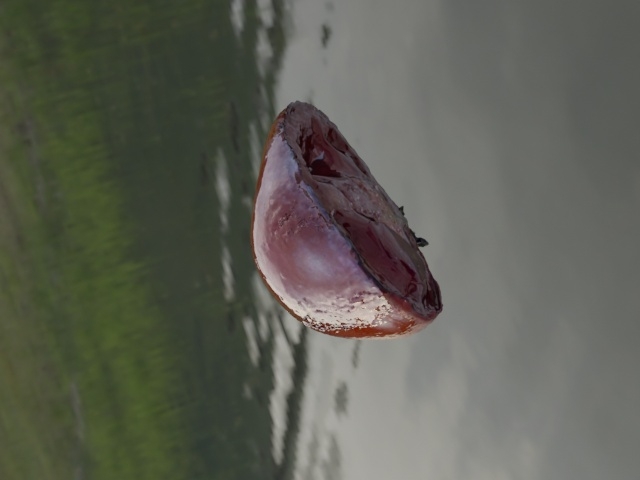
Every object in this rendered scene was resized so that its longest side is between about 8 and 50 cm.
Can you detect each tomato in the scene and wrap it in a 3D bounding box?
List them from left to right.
[{"bbox_3d":[0.000,0.000,0.974,0.173,0.099,0.189,23,-147,-58],"label":"tomato"}]
